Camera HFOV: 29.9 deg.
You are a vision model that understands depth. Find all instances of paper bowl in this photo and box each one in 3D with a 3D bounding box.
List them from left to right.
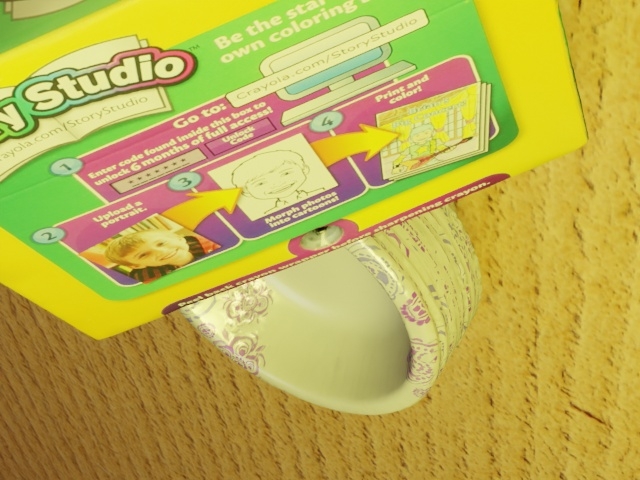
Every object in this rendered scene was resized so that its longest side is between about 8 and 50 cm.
[{"bbox_3d":[0.000,0.000,0.992,0.284,0.148,0.284,26,146,19],"label":"paper bowl"}]

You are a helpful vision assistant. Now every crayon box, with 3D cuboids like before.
[{"bbox_3d":[-0.050,-0.091,0.680,0.363,0.106,0.313,-22,153,9],"label":"crayon box"}]
